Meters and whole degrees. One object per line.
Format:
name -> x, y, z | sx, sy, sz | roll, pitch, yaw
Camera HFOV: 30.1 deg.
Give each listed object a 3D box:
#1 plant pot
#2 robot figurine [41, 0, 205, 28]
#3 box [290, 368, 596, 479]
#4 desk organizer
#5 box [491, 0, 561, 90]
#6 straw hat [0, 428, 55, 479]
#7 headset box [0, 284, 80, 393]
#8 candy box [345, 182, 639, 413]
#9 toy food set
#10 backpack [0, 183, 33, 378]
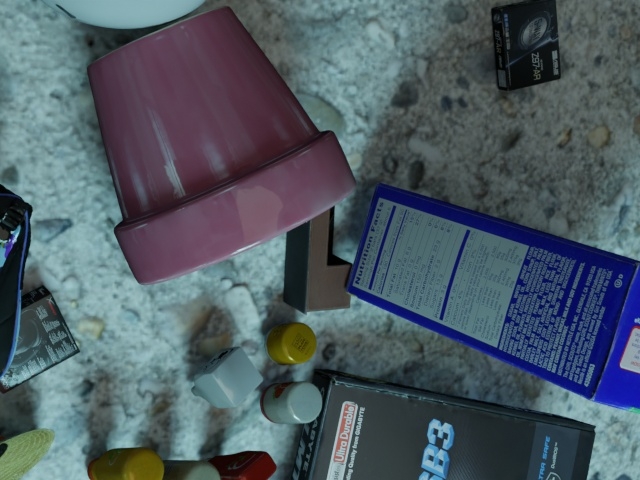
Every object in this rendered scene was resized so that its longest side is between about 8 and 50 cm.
plant pot -> -0.096, -0.085, 0.979 | 0.201, 0.201, 0.180 | -27, 98, -19
robot figurine -> -0.149, -0.301, 0.899 | 0.209, 0.173, 0.278 | 4, 102, -4
box -> 0.107, 0.298, 1.183 | 0.293, 0.073, 0.295 | 14, 87, -17
desk organizer -> 0.000, 0.000, 1.121 | 0.050, 0.047, 0.130 | -4, 105, -28
box -> 0.207, -0.197, 1.190 | 0.067, 0.018, 0.083 | -15, 109, -23
straw hat -> -0.302, 0.180, 1.002 | 0.144, 0.144, 0.061 | -36, 74, -15
headset box -> -0.259, 0.087, 1.019 | 0.083, 0.032, 0.062 | -29, 114, -17
candy box -> 0.222, 0.063, 1.074 | 0.268, 0.317, 0.122 | 18, 93, -38
toy food set -> -0.098, 0.172, 1.107 | 0.232, 0.104, 0.111 | -43, 105, -31
backpack -> -0.313, 0.038, 0.931 | 0.158, 0.117, 0.173 | 1, 102, -28
